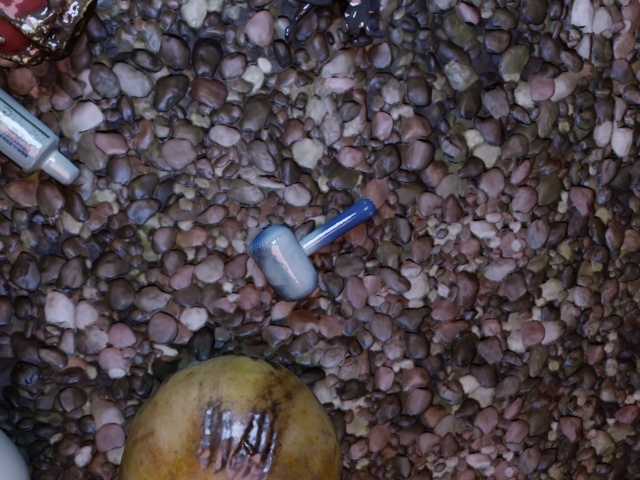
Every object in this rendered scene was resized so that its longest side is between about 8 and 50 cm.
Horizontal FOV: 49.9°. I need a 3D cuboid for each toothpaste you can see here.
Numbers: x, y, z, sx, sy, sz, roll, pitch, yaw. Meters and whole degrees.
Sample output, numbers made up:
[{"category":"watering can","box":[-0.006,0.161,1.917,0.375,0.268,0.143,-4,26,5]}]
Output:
[{"category":"toothpaste","box":[-0.470,-0.200,0.864,0.392,0.061,0.098,40,91,-13]}]

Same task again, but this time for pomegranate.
[{"category":"pomegranate","box":[-0.119,0.315,0.927,0.322,0.322,0.322,-2,101,-12]}]

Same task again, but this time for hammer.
[{"category":"hammer","box":[0.000,0.000,1.004,0.194,0.069,0.116,-34,105,-9]}]

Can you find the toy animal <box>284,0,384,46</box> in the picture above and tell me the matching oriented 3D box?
[{"category":"toy animal","box":[0.000,-0.367,0.933,0.148,0.084,0.232,-27,100,-24]}]

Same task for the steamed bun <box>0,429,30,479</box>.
[{"category":"steamed bun","box":[-0.504,0.357,0.824,0.324,0.324,0.206,-37,85,-3]}]

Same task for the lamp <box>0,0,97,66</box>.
[{"category":"lamp","box":[-0.401,-0.323,0.801,0.274,0.177,0.177,29,94,-14]}]
